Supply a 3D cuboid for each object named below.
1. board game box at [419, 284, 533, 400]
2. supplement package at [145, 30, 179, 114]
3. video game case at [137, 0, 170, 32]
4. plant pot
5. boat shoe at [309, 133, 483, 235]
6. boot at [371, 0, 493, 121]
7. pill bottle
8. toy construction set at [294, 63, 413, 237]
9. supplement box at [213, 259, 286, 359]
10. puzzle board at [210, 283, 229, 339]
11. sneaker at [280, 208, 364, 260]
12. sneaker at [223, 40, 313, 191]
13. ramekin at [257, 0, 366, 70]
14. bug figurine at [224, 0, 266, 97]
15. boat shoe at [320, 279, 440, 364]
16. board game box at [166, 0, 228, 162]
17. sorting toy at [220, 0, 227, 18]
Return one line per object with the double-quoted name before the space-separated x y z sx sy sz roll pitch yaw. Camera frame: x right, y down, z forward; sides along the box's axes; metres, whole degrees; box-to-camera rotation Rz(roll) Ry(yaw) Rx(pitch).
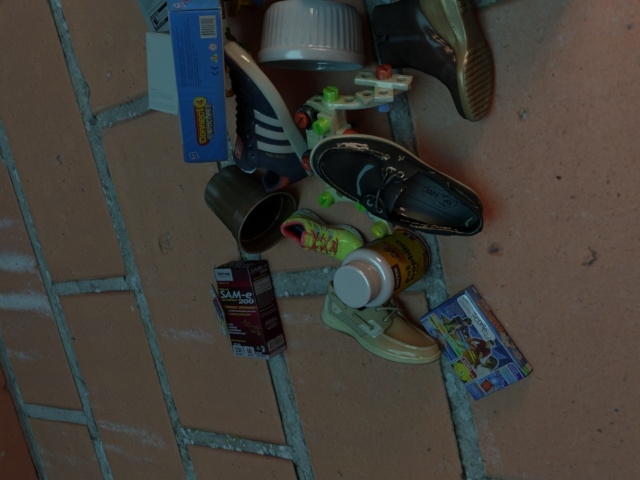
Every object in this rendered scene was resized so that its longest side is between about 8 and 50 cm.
"board game box" 0.307 0.206 1.302 0.136 0.035 0.201 -40 80 40
"supplement package" -0.337 -0.399 1.541 0.105 0.105 0.179 18 117 32
"video game case" -0.342 -0.670 1.496 0.329 0.036 0.299 -22 92 41
"plant pot" -0.169 -0.082 1.498 0.165 0.167 0.167 40 126 31
"boat shoe" 0.143 -0.086 1.160 0.340 0.113 0.127 25 112 -14
"boot" 0.199 -0.331 1.186 0.207 0.090 0.248 3 113 52
"pill bottle" 0.119 0.057 1.276 0.117 0.215 0.117 14 114 34
"toy construction set" 0.068 -0.180 1.256 0.215 0.151 0.327 26 127 32
"supplement box" -0.177 0.173 1.640 0.130 0.073 0.239 -4 102 40
"puzzle board" -0.264 0.186 1.695 0.128 0.011 0.096 -124 25 -51
"sneaker" 0.000 0.000 1.428 0.209 0.094 0.081 22 116 29
"sneaker" -0.130 -0.226 1.301 0.350 0.148 0.131 57 -178 -43
"ramekin" -0.016 -0.387 1.240 0.207 0.207 0.109 8 101 36
"bug figurine" -0.154 -0.431 1.354 0.216 0.072 0.279 -109 30 -55
"boat shoe" 0.123 0.169 1.382 0.302 0.109 0.098 23 114 40
"board game box" -0.237 -0.359 1.230 0.308 0.086 0.302 95 164 -44
"sorting toy" -0.213 -0.546 1.338 0.196 0.047 0.347 -133 37 -67
